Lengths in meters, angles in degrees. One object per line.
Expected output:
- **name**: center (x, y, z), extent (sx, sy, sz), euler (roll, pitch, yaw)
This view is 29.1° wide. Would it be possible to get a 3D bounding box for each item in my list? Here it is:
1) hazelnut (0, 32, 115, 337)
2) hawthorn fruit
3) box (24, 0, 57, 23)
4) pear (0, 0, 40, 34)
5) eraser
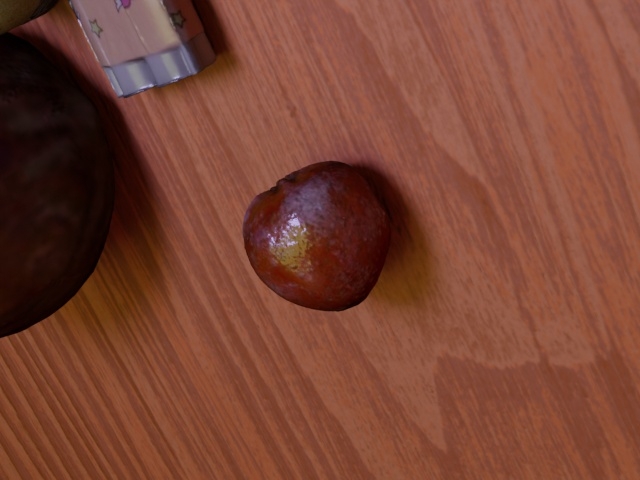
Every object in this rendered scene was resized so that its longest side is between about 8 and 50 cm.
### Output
- **hazelnut**: center (-0.466, -0.074, 1.619), extent (0.421, 0.353, 0.421), euler (3, 96, 26)
- **hawthorn fruit**: center (0.000, 0.000, 1.400), extent (0.173, 0.173, 0.173), euler (22, 131, 28)
- **box**: center (-0.401, -0.392, 1.534), extent (0.120, 0.069, 0.224), euler (-31, 95, 47)
- **pear**: center (-0.398, -0.318, 1.435), extent (0.167, 0.136, 0.167), euler (16, 125, 25)
- **eraser**: center (-0.238, -0.318, 1.431), extent (0.171, 0.087, 0.290), euler (-6, 115, 48)
